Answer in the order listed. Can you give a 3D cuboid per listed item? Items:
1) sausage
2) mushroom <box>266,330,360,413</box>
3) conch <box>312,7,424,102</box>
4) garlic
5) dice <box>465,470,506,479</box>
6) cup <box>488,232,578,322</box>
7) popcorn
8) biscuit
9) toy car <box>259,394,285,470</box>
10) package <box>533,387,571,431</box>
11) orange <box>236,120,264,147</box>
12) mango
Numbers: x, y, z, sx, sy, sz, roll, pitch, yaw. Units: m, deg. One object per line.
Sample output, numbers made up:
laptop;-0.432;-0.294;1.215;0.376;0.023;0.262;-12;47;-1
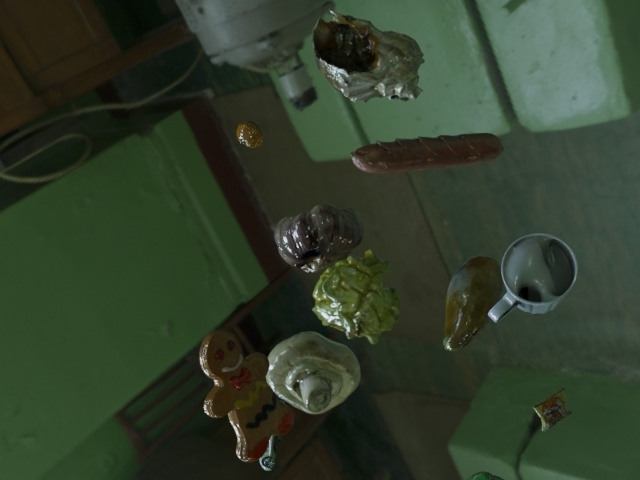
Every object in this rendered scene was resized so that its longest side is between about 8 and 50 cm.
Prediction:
sausage;0.255;-0.207;1.796;0.088;0.433;0.087;25;118;60
mushroom;-0.020;0.383;2.078;0.260;0.234;0.253;-11;120;6
conch;0.100;-0.387;1.674;0.291;0.210;0.159;41;159;30
garlic;0.000;0.000;1.956;0.245;0.245;0.160;-42;56;56
dice;0.400;0.664;1.534;0.300;0.287;0.297;27;172;-6
cup;0.493;0.095;1.807;0.202;0.221;0.166;48;-152;-69
popcorn;0.077;0.130;1.603;0.187;0.167;0.185;57;141;2
biscuit;-0.139;0.274;1.373;0.036;0.165;0.250;-11;110;43
toy car;-0.122;0.465;1.822;0.056;0.095;0.204;10;119;4
package;0.679;0.495;2.208;0.120;0.108;0.031;64;172;-32
orange;-0.208;-0.304;2.176;0.086;0.062;0.086;29;142;25
mango;0.433;0.179;2.183;0.146;0.316;0.193;33;151;-4
